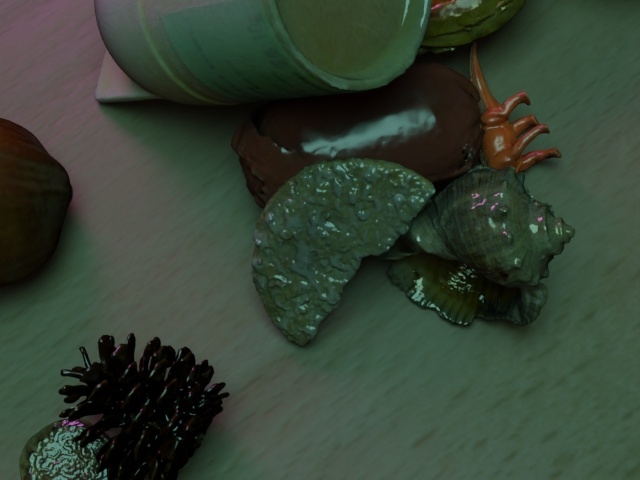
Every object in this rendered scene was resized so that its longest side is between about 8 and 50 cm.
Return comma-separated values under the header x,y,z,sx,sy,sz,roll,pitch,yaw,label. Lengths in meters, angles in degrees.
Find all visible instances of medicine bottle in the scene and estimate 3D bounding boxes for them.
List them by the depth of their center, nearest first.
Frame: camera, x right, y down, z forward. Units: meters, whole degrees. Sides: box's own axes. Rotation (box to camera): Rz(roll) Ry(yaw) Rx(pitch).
x,y,z,sx,sy,sz,roll,pitch,yaw,label
-0.102,-0.263,1.578,0.406,0.236,0.235,1,66,48,medicine bottle

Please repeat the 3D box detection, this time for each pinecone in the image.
x,y,z,sx,sy,sz,roll,pitch,yaw,label
-0.194,0.170,1.521,0.165,0.163,0.163,32,76,11,pinecone

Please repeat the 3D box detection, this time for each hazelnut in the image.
x,y,z,sx,sy,sz,roll,pitch,yaw,label
-0.379,-0.056,1.586,0.210,0.186,0.210,-9,60,16,hazelnut

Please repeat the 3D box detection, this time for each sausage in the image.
x,y,z,sx,sy,sz,roll,pitch,yaw,label
0.044,-0.108,1.604,0.280,0.152,0.152,-12,72,-1,sausage

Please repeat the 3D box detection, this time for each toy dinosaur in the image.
x,y,z,sx,sy,sz,roll,pitch,yaw,label
0.217,-0.094,1.644,0.101,0.055,0.279,-24,72,16,toy dinosaur

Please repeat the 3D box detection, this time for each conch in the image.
x,y,z,sx,sy,sz,roll,pitch,yaw,label
0.163,0.010,1.559,0.245,0.163,0.178,-4,100,32,conch

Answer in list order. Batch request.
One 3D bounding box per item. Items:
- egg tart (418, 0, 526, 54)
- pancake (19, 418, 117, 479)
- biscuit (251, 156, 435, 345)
x,y,z,sx,sy,sz,roll,pitch,yaw,label
0.123,-0.352,1.681,0.295,0.116,0.294,-1,83,11,egg tart
-0.269,0.245,1.574,0.115,0.011,0.115,-1,72,2,pancake
0.000,-0.004,1.546,0.133,0.032,0.250,37,117,-6,biscuit
